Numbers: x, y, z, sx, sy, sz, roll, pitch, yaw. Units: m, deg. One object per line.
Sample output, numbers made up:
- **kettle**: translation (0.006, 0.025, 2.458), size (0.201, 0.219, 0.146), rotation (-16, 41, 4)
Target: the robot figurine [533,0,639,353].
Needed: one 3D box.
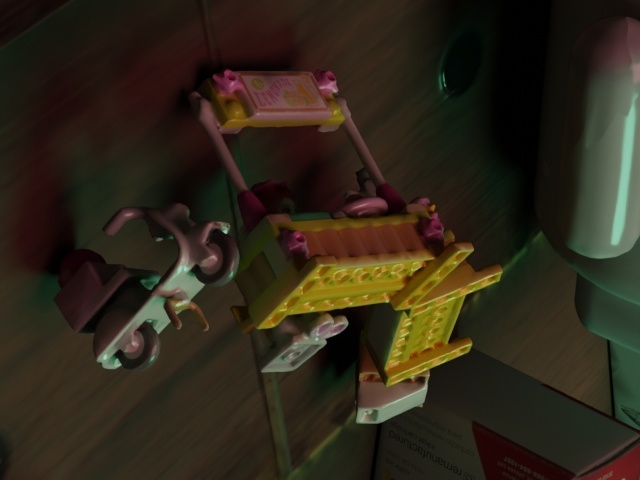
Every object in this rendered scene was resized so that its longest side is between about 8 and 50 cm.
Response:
- **robot figurine**: translation (0.216, -0.098, 0.935), size (0.300, 0.200, 0.353), rotation (-35, 137, -44)

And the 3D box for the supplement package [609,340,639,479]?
- **supplement package**: translation (0.265, 0.088, 1.218), size (0.105, 0.105, 0.179), rotation (-45, 142, -30)

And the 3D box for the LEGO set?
- **LEGO set**: translation (0.000, 0.000, 0.820), size (0.132, 0.107, 0.287), rotation (-35, 158, 17)

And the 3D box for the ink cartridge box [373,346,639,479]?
- **ink cartridge box**: translation (0.095, 0.166, 1.001), size (0.072, 0.127, 0.175), rotation (-22, 128, -46)
